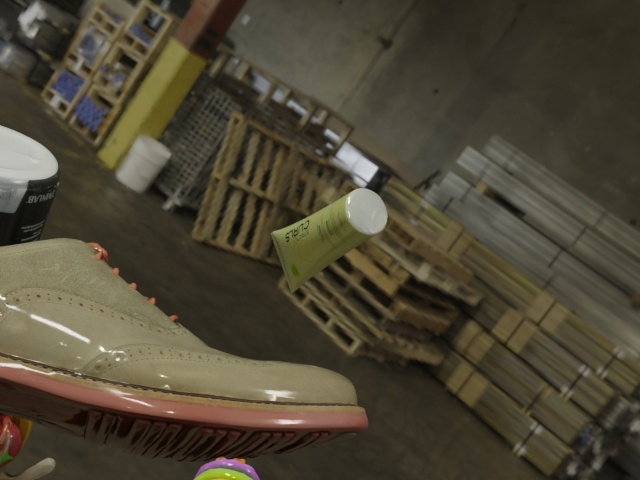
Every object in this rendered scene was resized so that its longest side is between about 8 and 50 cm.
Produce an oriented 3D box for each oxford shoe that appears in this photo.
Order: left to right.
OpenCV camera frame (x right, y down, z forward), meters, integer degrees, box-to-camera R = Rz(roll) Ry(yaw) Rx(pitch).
[{"bbox_3d":[-0.129,0.059,0.552,0.348,0.130,0.123,14,-28,-20],"label":"oxford shoe"}]

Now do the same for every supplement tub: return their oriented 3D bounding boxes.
[{"bbox_3d":[-0.486,0.009,1.194,0.194,0.316,0.193,23,18,-8],"label":"supplement tub"}]

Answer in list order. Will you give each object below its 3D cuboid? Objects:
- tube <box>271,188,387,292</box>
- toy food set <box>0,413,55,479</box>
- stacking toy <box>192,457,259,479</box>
[{"bbox_3d":[0.000,0.000,1.176,0.062,0.070,0.240,29,-28,-18],"label":"tube"},{"bbox_3d":[-0.352,0.167,0.857,0.071,0.128,0.217,-64,135,-74],"label":"toy food set"},{"bbox_3d":[-0.147,0.392,1.346,0.175,0.165,0.302,-1,30,1],"label":"stacking toy"}]
